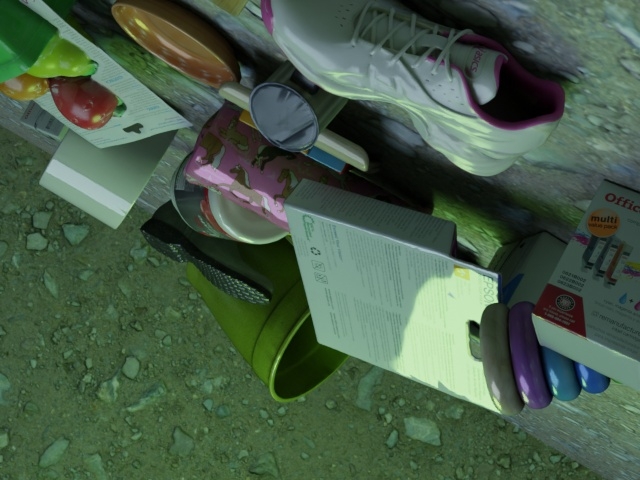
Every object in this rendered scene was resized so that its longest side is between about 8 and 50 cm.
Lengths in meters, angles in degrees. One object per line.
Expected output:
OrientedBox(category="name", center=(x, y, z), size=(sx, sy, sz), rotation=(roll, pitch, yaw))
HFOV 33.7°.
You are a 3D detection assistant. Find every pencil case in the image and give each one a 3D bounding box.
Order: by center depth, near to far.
OrientedBox(category="pencil case", center=(-0.016, -0.069, 1.635), size=(0.386, 0.167, 0.160), rotation=(30, 136, 2))

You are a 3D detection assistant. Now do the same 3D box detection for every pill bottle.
OrientedBox(category="pill bottle", center=(-0.163, -0.090, 1.899), size=(0.176, 0.176, 0.318), rotation=(34, 170, -23))

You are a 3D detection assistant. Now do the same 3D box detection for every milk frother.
OrientedBox(category="milk frother", center=(-0.031, -0.192, 1.104), size=(0.143, 0.135, 0.129), rotation=(24, 138, 16))

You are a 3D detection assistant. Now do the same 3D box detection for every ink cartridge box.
OrientedBox(category="ink cartridge box", center=(0.332, 0.049, 1.161), size=(0.128, 0.176, 0.127), rotation=(25, 167, 25))
OrientedBox(category="ink cartridge box", center=(0.123, 0.082, 1.503), size=(0.330, 0.071, 0.324), rotation=(18, 143, 25))
OrientedBox(category="ink cartridge box", center=(0.287, 0.079, 1.523), size=(0.086, 0.148, 0.203), rotation=(31, 169, -4))
OrientedBox(category="ink cartridge box", center=(-0.582, -0.280, 2.353), size=(0.150, 0.109, 0.063), rotation=(22, 171, 38))

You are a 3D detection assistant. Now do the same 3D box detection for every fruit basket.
OrientedBox(category="fruit basket", center=(-0.405, -0.274, 1.657), size=(0.353, 0.165, 0.327), rotation=(33, 158, -31))

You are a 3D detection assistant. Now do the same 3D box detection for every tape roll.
OrientedBox(category="tape roll", center=(-0.395, -0.166, 1.989), size=(0.169, 0.246, 0.246), rotation=(32, 170, -12))

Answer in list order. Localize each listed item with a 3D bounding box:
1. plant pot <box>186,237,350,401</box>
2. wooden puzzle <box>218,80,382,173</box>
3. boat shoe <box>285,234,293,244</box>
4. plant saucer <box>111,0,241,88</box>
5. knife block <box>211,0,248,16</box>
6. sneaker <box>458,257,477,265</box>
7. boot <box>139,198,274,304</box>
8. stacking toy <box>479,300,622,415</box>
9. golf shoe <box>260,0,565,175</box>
OrientedBox(category="plant pot", center=(-0.100, 0.106, 2.352), size=(0.353, 0.366, 0.366), rotation=(38, 175, 25))
OrientedBox(category="wooden puzzle", center=(-0.025, -0.145, 1.464), size=(0.221, 0.044, 0.238), rotation=(28, -176, 5))
OrientedBox(category="boat shoe", center=(0.000, 0.000, 2.094), size=(0.089, 0.105, 0.285), rotation=(32, 171, -30))
OrientedBox(category="plant saucer", center=(-0.190, -0.275, 1.442), size=(0.200, 0.037, 0.200), rotation=(29, 171, 5))
OrientedBox(category="knife block", center=(-0.044, -0.274, 0.861), size=(0.242, 0.088, 0.275), rotation=(24, 168, 34))
OrientedBox(category="sneaker", center=(0.198, 0.052, 1.778), size=(0.232, 0.081, 0.090), rotation=(11, 179, -44))
OrientedBox(category="boot", center=(-0.190, -0.028, 2.180), size=(0.338, 0.223, 0.118), rotation=(31, 160, 19))
OrientedBox(category="stacking toy", center=(0.364, 0.123, 1.258), size=(0.330, 0.141, 0.141), rotation=(-10, 155, 19))
OrientedBox(category="golf shoe", center=(0.093, -0.173, 0.980), size=(0.306, 0.115, 0.140), rotation=(26, 161, -18))
